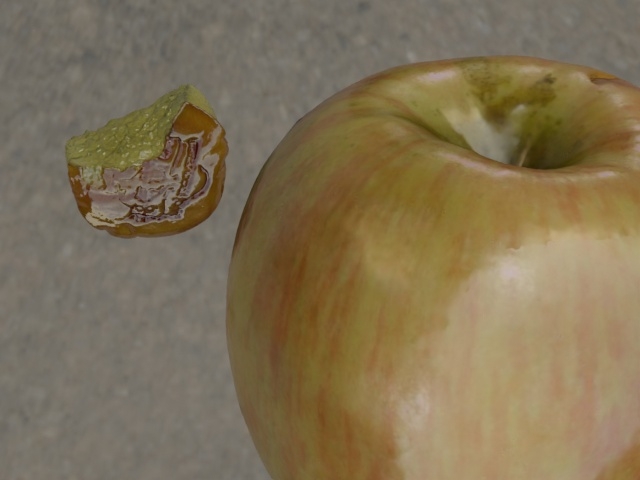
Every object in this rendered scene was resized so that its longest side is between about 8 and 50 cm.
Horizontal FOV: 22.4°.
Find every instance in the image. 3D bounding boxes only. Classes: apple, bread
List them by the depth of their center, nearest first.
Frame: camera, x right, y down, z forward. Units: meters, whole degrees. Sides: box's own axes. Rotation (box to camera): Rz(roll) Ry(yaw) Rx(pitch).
[{"bbox_3d":[0.119,0.064,1.177,0.392,0.391,0.346,0,116,-4],"label":"apple"},{"bbox_3d":[-0.152,-0.066,1.500,0.156,0.086,0.125,-28,129,8],"label":"bread"}]
